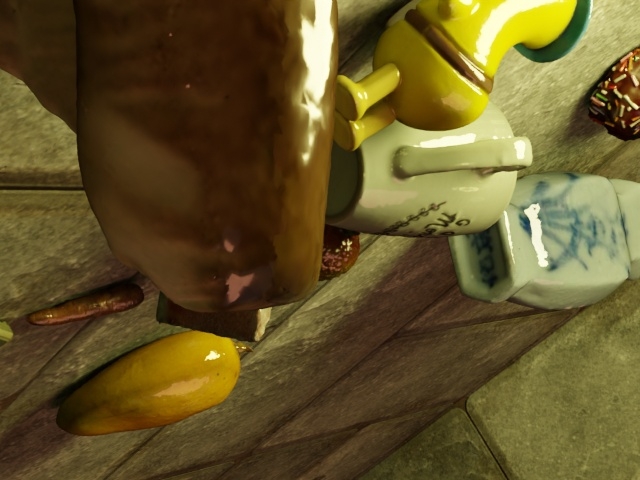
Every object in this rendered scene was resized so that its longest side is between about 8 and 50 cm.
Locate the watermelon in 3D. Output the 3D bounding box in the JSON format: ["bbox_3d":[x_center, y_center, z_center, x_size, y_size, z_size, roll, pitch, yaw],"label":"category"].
[{"bbox_3d":[-0.136,0.046,1.566,0.207,0.136,0.202,-38,-160,4],"label":"watermelon"}]

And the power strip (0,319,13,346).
[{"bbox_3d":[-0.460,0.149,1.502,0.169,0.028,0.076,-33,162,5],"label":"power strip"}]

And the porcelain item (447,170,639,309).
[{"bbox_3d":[0.405,0.000,2.110,0.405,0.243,0.178,-7,174,-39],"label":"porcelain item"}]

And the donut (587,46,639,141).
[{"bbox_3d":[0.530,-0.240,1.923,0.235,0.089,0.235,-28,162,-10],"label":"donut"}]

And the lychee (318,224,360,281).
[{"bbox_3d":[0.000,0.000,1.689,0.114,0.114,0.146,-9,162,-47],"label":"lychee"}]

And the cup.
[{"bbox_3d":[0.122,-0.095,1.481,0.234,0.186,0.258,-5,180,-40],"label":"cup"}]

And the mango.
[{"bbox_3d":[-0.253,0.221,1.870,0.316,0.119,0.176,-19,162,-8],"label":"mango"}]

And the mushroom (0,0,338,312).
[{"bbox_3d":[-0.075,-0.168,0.747,0.224,0.397,0.314,-13,151,-45],"label":"mushroom"}]

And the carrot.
[{"bbox_3d":[-0.300,0.086,1.577,0.165,0.036,0.036,-14,155,-34],"label":"carrot"}]

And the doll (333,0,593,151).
[{"bbox_3d":[0.170,-0.220,1.366,0.363,0.145,0.199,-32,157,-18],"label":"doll"}]
